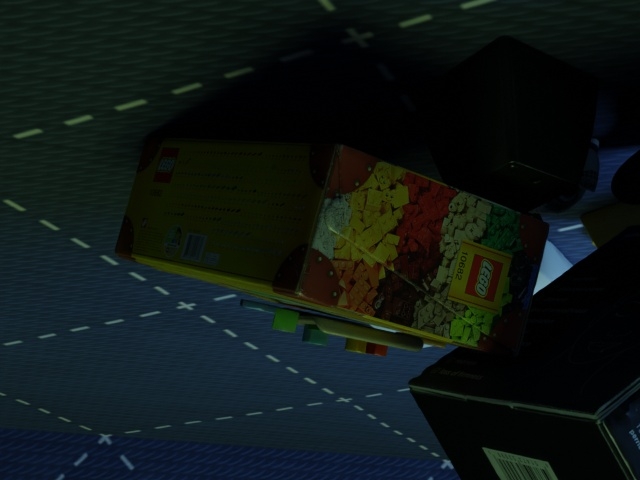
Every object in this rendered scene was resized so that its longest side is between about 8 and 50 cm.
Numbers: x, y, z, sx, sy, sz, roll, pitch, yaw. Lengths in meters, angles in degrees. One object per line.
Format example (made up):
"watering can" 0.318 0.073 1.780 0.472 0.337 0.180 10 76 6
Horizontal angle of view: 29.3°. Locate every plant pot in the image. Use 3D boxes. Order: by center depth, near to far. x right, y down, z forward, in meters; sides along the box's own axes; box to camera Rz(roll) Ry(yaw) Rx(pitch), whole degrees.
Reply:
"plant pot" 0.259 -0.139 1.676 0.188 0.166 0.187 16 151 -33

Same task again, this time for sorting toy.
"sorting toy" 0.041 0.149 1.901 0.348 0.047 0.196 13 177 -22

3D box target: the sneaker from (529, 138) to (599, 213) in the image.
"sneaker" 0.340 -0.080 1.894 0.090 0.094 0.235 10 155 -25

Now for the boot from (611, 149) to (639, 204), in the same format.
"boot" 0.533 -0.113 1.744 0.249 0.090 0.207 -22 180 14

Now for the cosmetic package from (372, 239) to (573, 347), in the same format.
"cosmetic package" 0.265 0.091 2.270 0.377 0.097 0.284 -14 149 28

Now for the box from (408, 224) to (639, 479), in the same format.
"box" 0.461 0.200 1.654 0.472 0.297 0.480 -34 -169 -20

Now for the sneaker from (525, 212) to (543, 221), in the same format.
"sneaker" 0.240 -0.011 2.066 0.272 0.100 0.108 -11 178 15

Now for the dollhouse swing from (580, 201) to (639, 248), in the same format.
"dollhouse swing" 0.661 0.107 2.061 0.315 0.304 0.347 -21 149 36

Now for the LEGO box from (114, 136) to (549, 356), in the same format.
"LEGO box" 0.000 0.000 1.719 0.373 0.193 0.500 18 175 -35
